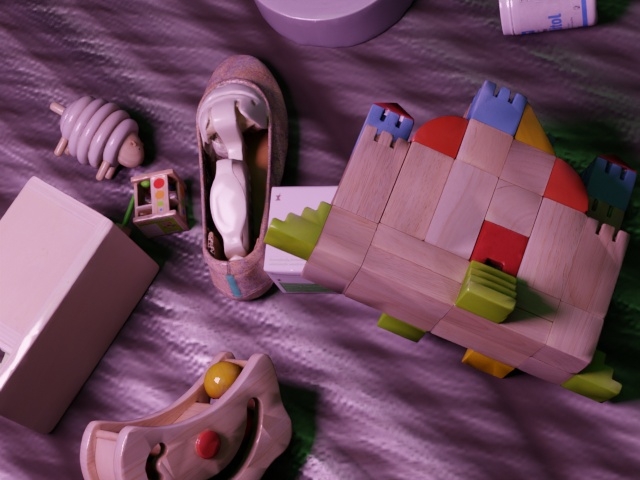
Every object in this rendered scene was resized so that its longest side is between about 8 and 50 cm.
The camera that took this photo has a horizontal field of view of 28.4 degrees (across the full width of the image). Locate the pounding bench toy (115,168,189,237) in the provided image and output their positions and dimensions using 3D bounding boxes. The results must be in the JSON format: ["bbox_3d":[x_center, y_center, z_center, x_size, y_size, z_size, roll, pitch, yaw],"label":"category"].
[{"bbox_3d":[-0.201,-0.043,1.471,0.083,0.052,0.065,-11,67,10],"label":"pounding bench toy"}]

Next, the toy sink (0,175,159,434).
[{"bbox_3d":[-0.314,0.073,1.401,0.131,0.153,0.234,28,79,22],"label":"toy sink"}]

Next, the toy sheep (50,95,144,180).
[{"bbox_3d":[-0.267,-0.127,1.503,0.132,0.091,0.091,30,78,3],"label":"toy sheep"}]

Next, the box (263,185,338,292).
[{"bbox_3d":[0.000,0.000,1.386,0.101,0.087,0.102,0,70,14],"label":"box"}]

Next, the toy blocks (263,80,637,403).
[{"bbox_3d":[0.164,-0.034,1.289,0.381,0.191,0.261,23,68,-1],"label":"toy blocks"}]

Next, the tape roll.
[{"bbox_3d":[0.014,-0.343,1.523,0.219,0.072,0.219,-5,69,12],"label":"tape roll"}]

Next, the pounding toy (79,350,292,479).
[{"bbox_3d":[-0.169,0.217,1.291,0.155,0.154,0.269,-2,39,49],"label":"pounding toy"}]

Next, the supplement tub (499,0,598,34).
[{"bbox_3d":[0.258,-0.273,1.436,0.107,0.071,0.071,-6,68,13],"label":"supplement tub"}]

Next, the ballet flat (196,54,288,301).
[{"bbox_3d":[-0.092,-0.091,1.433,0.107,0.106,0.316,-11,67,11],"label":"ballet flat"}]
